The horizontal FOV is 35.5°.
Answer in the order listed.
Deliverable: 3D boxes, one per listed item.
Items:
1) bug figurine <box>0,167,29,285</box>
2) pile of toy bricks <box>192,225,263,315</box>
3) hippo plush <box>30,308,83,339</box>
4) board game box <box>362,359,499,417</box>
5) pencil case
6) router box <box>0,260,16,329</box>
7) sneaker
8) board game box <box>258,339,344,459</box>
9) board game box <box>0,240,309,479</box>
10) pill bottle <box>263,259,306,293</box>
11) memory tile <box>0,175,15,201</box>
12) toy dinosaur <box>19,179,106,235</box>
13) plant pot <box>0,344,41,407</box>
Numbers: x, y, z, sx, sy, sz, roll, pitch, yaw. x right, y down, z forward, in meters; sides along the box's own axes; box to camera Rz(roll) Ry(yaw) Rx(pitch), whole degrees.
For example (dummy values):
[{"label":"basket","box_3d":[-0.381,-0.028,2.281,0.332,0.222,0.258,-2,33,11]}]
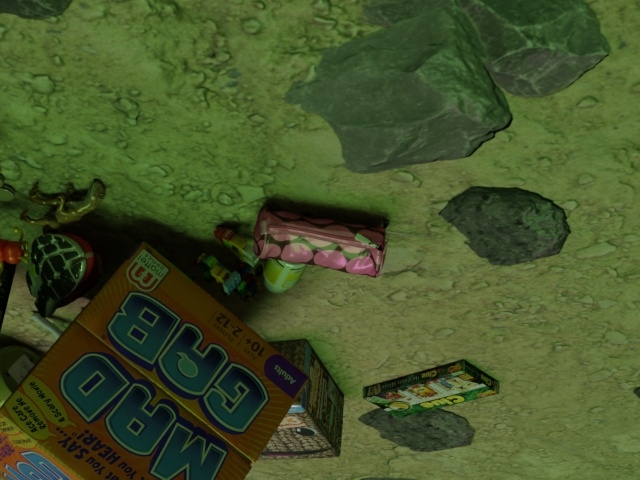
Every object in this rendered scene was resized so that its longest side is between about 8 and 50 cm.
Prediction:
[{"label":"bug figurine","box_3d":[-0.550,-0.059,1.499,0.216,0.072,0.279,14,140,11]},{"label":"pile of toy bricks","box_3d":[-0.169,0.056,1.677,0.105,0.118,0.212,35,161,13]},{"label":"hippo plush","box_3d":[-0.418,0.304,1.961,0.234,0.237,0.294,-5,147,15]},{"label":"board game box","box_3d":[0.230,0.316,2.103,0.259,0.030,0.136,-22,142,36]},{"label":"pencil case","box_3d":[0.000,0.000,1.561,0.209,0.095,0.098,7,179,-6]},{"label":"router box","box_3d":[-0.667,0.085,1.631,0.081,0.243,0.309,-22,139,36]},{"label":"sneaker","box_3d":[-0.413,0.041,1.663,0.118,0.107,0.279,-25,176,-30]},{"label":"board game box","box_3d":[-0.101,0.338,2.069,0.232,0.141,0.291,-6,147,16]},{"label":"board game box","box_3d":[-0.310,0.290,1.667,0.356,0.356,0.356,40,149,-8]},{"label":"pill bottle","box_3d":[-0.059,0.042,1.656,0.065,0.065,0.116,12,147,-12]},{"label":"memory tile","box_3d":[-0.559,-0.090,1.553,0.148,0.012,0.113,-5,147,13]},{"label":"toy dinosaur","box_3d":[-0.418,-0.033,1.581,0.112,0.064,0.211,26,143,-33]},{"label":"plant pot","box_3d":[-0.706,0.342,2.077,0.293,0.275,0.275,-34,134,23]}]
